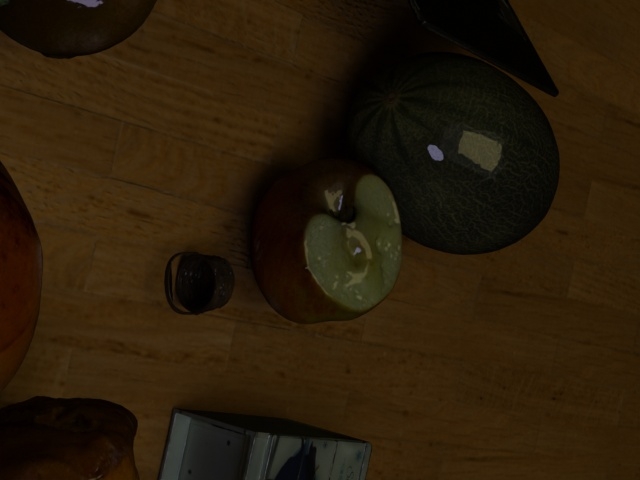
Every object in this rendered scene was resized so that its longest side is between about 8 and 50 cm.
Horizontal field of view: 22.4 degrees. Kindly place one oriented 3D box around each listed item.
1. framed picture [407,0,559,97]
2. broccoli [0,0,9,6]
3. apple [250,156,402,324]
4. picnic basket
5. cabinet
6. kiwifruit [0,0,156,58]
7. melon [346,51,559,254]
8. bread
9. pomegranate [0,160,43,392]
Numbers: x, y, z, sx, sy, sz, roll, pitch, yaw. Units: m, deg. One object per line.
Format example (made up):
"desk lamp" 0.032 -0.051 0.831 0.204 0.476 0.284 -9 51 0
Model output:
"framed picture" 0.169 -0.314 2.021 0.324 0.013 0.244 18 41 -51
"broccoli" -0.330 -0.320 1.308 0.245 0.288 0.248 -68 180 -48
"apple" 0.000 0.000 1.899 0.195 0.160 0.173 -46 134 -37
"picnic basket" -0.143 0.048 1.813 0.083 0.072 0.072 2 97 -50
"cabinet" -0.068 0.287 1.893 0.206 0.150 0.145 14 88 -50
"kiwifruit" -0.237 -0.286 1.521 0.196 0.196 0.234 -3 109 -50
"melon" 0.165 -0.109 2.014 0.302 0.237 0.237 32 74 -45
"bread" -0.296 0.252 1.485 0.312 0.312 0.172 -28 104 -44
"pomegranate" -0.394 0.030 1.349 0.319 0.319 0.319 -15 110 -48
